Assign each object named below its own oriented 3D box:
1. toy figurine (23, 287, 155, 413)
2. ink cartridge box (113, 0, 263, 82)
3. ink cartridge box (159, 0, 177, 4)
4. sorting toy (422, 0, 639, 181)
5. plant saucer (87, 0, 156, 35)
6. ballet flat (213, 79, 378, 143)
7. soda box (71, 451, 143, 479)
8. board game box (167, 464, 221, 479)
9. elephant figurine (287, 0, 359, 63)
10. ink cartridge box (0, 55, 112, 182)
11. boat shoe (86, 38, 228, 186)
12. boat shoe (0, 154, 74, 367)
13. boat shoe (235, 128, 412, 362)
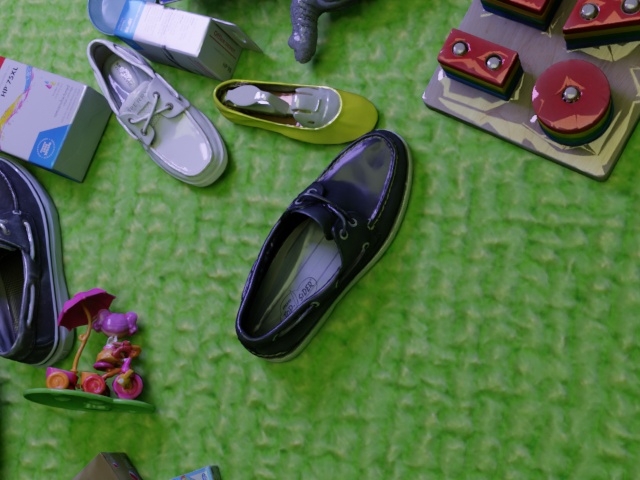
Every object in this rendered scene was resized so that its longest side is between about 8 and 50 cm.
[{"bbox_3d":[-0.297,0.144,1.259,0.173,0.130,0.159,6,70,-1],"label":"toy figurine"},{"bbox_3d":[-0.183,-0.275,1.302,0.180,0.104,0.060,19,86,23],"label":"ink cartridge box"},{"bbox_3d":[-0.169,-0.476,1.337,0.166,0.065,0.332,-12,69,3],"label":"ink cartridge box"},{"bbox_3d":[0.285,-0.243,1.134,0.256,0.089,0.257,28,88,23],"label":"sorting toy"},{"bbox_3d":[-0.294,-0.361,1.406,0.119,0.021,0.119,-4,76,18],"label":"plant saucer"},{"bbox_3d":[-0.041,-0.177,1.244,0.231,0.077,0.077,10,81,21],"label":"ballet flat"},{"bbox_3d":[-0.322,0.361,1.235,0.181,0.061,0.058,-45,67,6],"label":"soda box"},{"bbox_3d":[-0.162,0.378,1.193,0.104,0.026,0.154,-22,72,14],"label":"board game box"},{"bbox_3d":[0.031,-0.387,1.243,0.169,0.186,0.239,-15,81,-29],"label":"elephant figurine"},{"bbox_3d":[-0.438,-0.188,1.389,0.231,0.078,0.134,20,85,23],"label":"ink cartridge box"},{"bbox_3d":[-0.241,-0.181,1.306,0.098,0.096,0.277,-47,68,4],"label":"boat shoe"},{"bbox_3d":[-0.438,0.016,1.321,0.121,0.119,0.335,-28,71,12],"label":"boat shoe"},{"bbox_3d":[-0.003,-0.002,1.172,0.127,0.113,0.340,38,93,23],"label":"boat shoe"}]
